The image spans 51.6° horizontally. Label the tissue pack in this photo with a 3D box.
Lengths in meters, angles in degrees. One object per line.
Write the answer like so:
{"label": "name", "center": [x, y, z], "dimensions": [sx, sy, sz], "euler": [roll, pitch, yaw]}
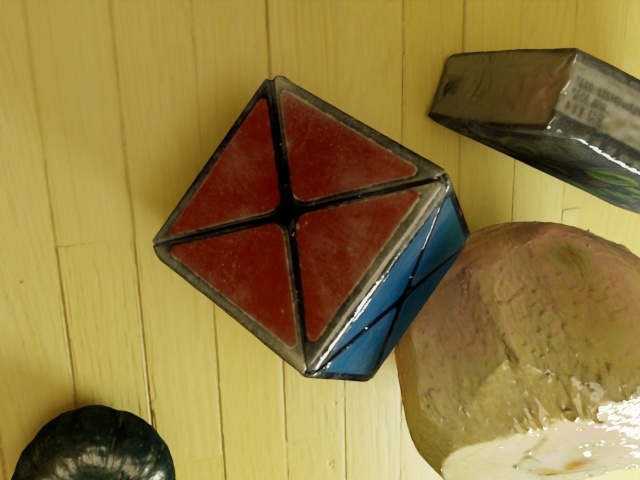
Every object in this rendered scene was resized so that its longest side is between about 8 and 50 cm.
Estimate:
{"label": "tissue pack", "center": [0.387, -0.142, 0.935], "dimensions": [0.394, 0.288, 0.124], "euler": [19, 95, -23]}

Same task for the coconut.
{"label": "coconut", "center": [0.296, 0.150, 0.951], "dimensions": [0.405, 0.404, 0.404], "euler": [-5, 105, -19]}

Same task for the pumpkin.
{"label": "pumpkin", "center": [-0.298, 0.325, 0.873], "dimensions": [0.212, 0.152, 0.211], "euler": [-1, 102, -5]}

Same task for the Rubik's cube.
{"label": "Rubik's cube", "center": [0.000, 0.000, 0.803], "dimensions": [0.259, 0.255, 0.260], "euler": [-53, 157, -2]}
